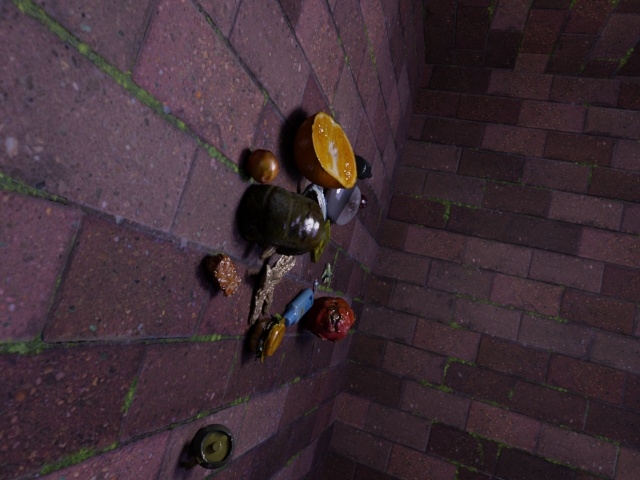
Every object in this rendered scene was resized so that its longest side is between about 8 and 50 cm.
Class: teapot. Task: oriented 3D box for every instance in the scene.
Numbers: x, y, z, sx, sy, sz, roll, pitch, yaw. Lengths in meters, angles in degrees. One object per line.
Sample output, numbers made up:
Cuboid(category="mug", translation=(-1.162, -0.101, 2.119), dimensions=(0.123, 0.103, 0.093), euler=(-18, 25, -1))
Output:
Cuboid(category="teapot", translation=(-0.342, 0.646, 1.322), dimensions=(0.166, 0.130, 0.119), euler=(-30, 170, -29))

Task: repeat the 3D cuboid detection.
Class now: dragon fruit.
Cuboid(category="dragon fruit", translation=(0.043, 0.387, 2.133), dimensions=(0.250, 0.315, 0.250), euler=(-8, 107, -27))

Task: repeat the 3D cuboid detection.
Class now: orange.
Cuboid(category="orange", translation=(0.031, -0.320, 1.590), dimensions=(0.310, 0.274, 0.274), euler=(3, 102, -28))

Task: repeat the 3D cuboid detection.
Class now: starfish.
Cuboid(category="starfish", translation=(-0.185, 0.161, 1.571), dimensions=(0.302, 0.060, 0.299), euler=(-66, 170, 9))

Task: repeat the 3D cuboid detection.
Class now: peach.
Cuboid(category="peach", translation=(-0.170, -0.222, 1.279), dimensions=(0.101, 0.101, 0.100), euler=(13, 90, -72))

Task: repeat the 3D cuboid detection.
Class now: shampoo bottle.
Cuboid(category="shampoo bottle", translation=(-0.104, 0.306, 1.909), dimensions=(0.258, 0.061, 0.103), euler=(-38, 137, -62))

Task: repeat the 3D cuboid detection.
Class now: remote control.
Cuboid(category="remote control", translation=(0.111, -0.193, 2.113), dimensions=(0.221, 0.103, 0.332), euler=(-62, 153, -4))

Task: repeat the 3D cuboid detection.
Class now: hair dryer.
Cuboid(category="hair dryer", translation=(0.178, -0.299, 2.320), dimensions=(0.302, 0.116, 0.244), euler=(-68, 163, 7))

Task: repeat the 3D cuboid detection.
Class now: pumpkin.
Cuboid(category="pumpkin", translation=(-0.108, -0.035, 1.403), dimensions=(0.325, 0.232, 0.242), euler=(34, 72, -67))

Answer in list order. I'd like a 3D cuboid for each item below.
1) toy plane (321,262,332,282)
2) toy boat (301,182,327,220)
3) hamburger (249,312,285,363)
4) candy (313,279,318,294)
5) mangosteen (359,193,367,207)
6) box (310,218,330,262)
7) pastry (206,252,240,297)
Cuboid(category="toy plane", translation=(0.038, 0.173, 2.287), dimensions=(0.102, 0.040, 0.111), euler=(-12, 116, -59))
Cuboid(category="toy boat", translation=(-0.027, -0.125, 1.763), dimensions=(0.115, 0.114, 0.262), euler=(-53, 152, -61))
Cuboid(category="hamburger", translation=(-0.197, 0.350, 1.583), dimensions=(0.189, 0.093, 0.164), euler=(-67, 166, 9))
Cuboid(category="candy", translation=(-0.023, 0.234, 2.172), dimensions=(0.030, 0.020, 0.083), euler=(-33, 131, -66))
Cuboid(category="mangosteen", translation=(0.213, -0.207, 2.289), dimensions=(0.081, 0.081, 0.080), euler=(13, 90, -72))
Cuboid(category="box", translation=(0.000, 0.000, 2.068), dimensions=(0.121, 0.030, 0.193), euler=(85, 24, -44))
Cuboid(category="pastry", translation=(-0.282, 0.095, 1.232), dimensions=(0.087, 0.063, 0.169), euler=(-55, 159, -30))
